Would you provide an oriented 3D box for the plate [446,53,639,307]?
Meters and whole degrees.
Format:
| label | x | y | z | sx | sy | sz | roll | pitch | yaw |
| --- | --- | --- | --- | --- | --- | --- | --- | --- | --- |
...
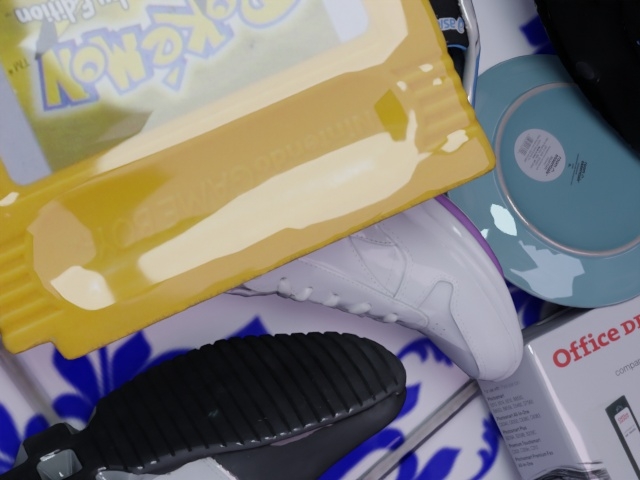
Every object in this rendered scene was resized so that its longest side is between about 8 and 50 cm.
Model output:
| label | x | y | z | sx | sy | sz | roll | pitch | yaw |
| --- | --- | --- | --- | --- | --- | --- | --- | --- | --- |
| plate | 0.174 | -0.046 | 1.101 | 0.188 | 0.024 | 0.188 | 6 | 70 | -17 |

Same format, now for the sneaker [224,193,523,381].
| label | x | y | z | sx | sy | sz | roll | pitch | yaw |
| --- | --- | --- | --- | --- | --- | --- | --- | --- | --- |
| sneaker | 0.000 | 0.000 | 1.020 | 0.305 | 0.114 | 0.152 | 44 | 81 | -16 |

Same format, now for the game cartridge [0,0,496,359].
| label | x | y | z | sx | sy | sz | roll | pitch | yaw |
| --- | --- | --- | --- | --- | --- | --- | --- | --- | --- |
| game cartridge | -0.095 | -0.128 | 0.861 | 0.285 | 0.053 | 0.323 | -25 | 92 | -7 |

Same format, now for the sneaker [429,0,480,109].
| label | x | y | z | sx | sy | sz | roll | pitch | yaw |
| --- | --- | --- | --- | --- | --- | --- | --- | --- | --- |
| sneaker | 0.065 | -0.165 | 1.040 | 0.085 | 0.086 | 0.237 | -10 | 98 | -26 |

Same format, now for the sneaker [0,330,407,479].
| label | x | y | z | sx | sy | sz | roll | pitch | yaw |
| --- | --- | --- | --- | --- | --- | --- | --- | --- | --- |
| sneaker | -0.092 | 0.167 | 0.970 | 0.331 | 0.122 | 0.146 | -23 | 118 | -6 |

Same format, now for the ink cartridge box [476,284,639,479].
| label | x | y | z | sx | sy | sz | roll | pitch | yaw |
| --- | --- | --- | --- | --- | --- | --- | --- | --- | --- |
| ink cartridge box | 0.219 | 0.139 | 1.122 | 0.148 | 0.086 | 0.203 | -25 | 89 | -25 |

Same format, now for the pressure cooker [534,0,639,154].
| label | x | y | z | sx | sy | sz | roll | pitch | yaw |
| --- | --- | --- | --- | --- | --- | --- | --- | --- | --- |
| pressure cooker | 0.375 | -0.250 | 1.025 | 0.420 | 0.375 | 0.370 | -47 | 117 | -23 |
